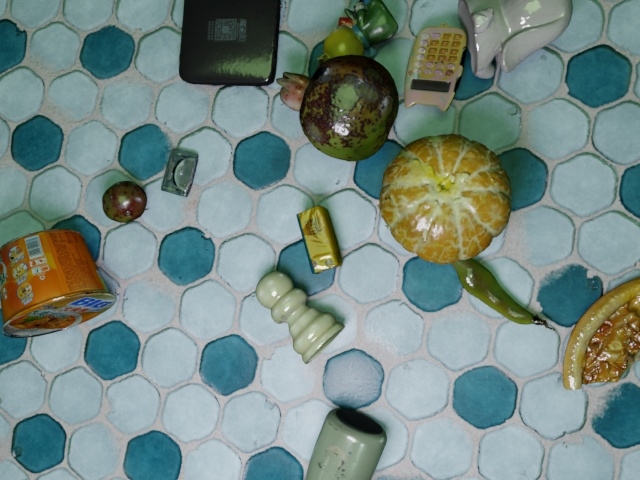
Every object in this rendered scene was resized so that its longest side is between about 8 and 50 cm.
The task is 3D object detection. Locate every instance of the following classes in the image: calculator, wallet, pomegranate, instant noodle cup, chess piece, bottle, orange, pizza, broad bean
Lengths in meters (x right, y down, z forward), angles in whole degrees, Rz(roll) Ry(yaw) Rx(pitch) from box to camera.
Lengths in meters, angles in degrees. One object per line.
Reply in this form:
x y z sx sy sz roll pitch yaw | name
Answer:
0.311 -0.466 1.503 0.157 0.033 0.236 15 97 29 | calculator
-0.405 -0.196 1.608 0.088 0.026 0.129 15 89 8 | wallet
-0.557 -0.114 1.578 0.130 0.130 0.130 0 86 7 | pomegranate
-0.731 0.110 1.520 0.296 0.296 0.214 -25 75 5 | instant noodle cup
-0.073 0.190 1.494 0.144 0.144 0.251 -46 78 3 | chess piece
0.036 0.619 1.436 0.168 0.168 0.347 22 94 8 | bottle
0.311 -0.105 1.401 0.329 0.249 0.329 0 85 3 | orange
0.030 -0.361 1.450 0.341 0.285 0.285 25 90 19 | pomegranate
0.744 0.242 1.408 0.182 0.074 0.365 43 93 17 | pizza
0.457 0.140 1.463 0.325 0.067 0.075 38 122 6 | broad bean

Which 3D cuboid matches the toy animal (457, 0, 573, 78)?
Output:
0.506 -0.567 1.427 0.265 0.206 0.271 -12 83 10 | toy animal

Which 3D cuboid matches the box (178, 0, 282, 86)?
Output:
-0.257 -0.585 1.591 0.289 0.073 0.290 3 87 8 | box

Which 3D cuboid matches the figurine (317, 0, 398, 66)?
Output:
0.080 -0.569 1.530 0.234 0.127 0.185 -35 70 17 | figurine

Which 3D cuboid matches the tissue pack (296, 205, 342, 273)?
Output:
0.000 0.000 1.497 0.082 0.120 0.169 -16 83 8 | tissue pack
